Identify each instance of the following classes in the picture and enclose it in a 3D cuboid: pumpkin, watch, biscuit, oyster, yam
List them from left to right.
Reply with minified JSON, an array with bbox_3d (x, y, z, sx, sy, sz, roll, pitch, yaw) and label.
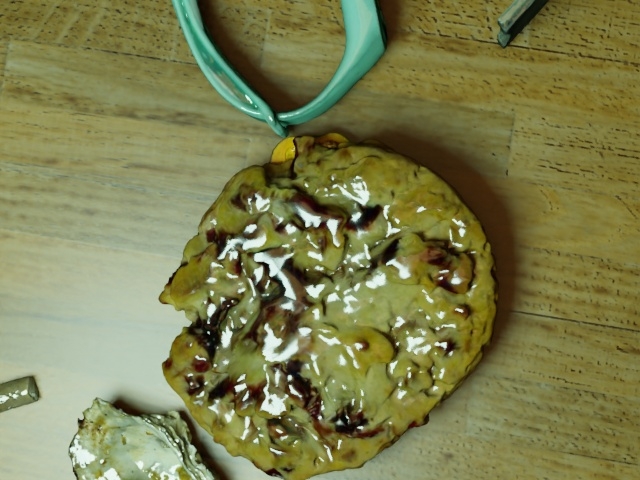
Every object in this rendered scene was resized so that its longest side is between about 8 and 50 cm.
[{"bbox_3d":[-0.346,0.165,1.590,0.145,0.032,0.032,-18,88,4],"label":"yam"},{"bbox_3d":[-0.155,0.215,1.560,0.177,0.056,0.105,19,105,7],"label":"oyster"},{"bbox_3d":[-0.038,-0.220,1.547,0.195,0.068,0.237,-15,87,6],"label":"watch"},{"bbox_3d":[-0.008,-0.076,1.562,0.083,0.028,0.050,-6,97,-3],"label":"pumpkin"},{"bbox_3d":[-0.001,0.064,1.515,0.289,0.081,0.334,41,101,3],"label":"biscuit"}]

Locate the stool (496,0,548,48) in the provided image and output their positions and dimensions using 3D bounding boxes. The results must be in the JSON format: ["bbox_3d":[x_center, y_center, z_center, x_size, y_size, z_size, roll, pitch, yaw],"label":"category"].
[{"bbox_3d":[0.335,-0.201,1.463,0.243,0.170,0.270,45,94,4],"label":"stool"}]
